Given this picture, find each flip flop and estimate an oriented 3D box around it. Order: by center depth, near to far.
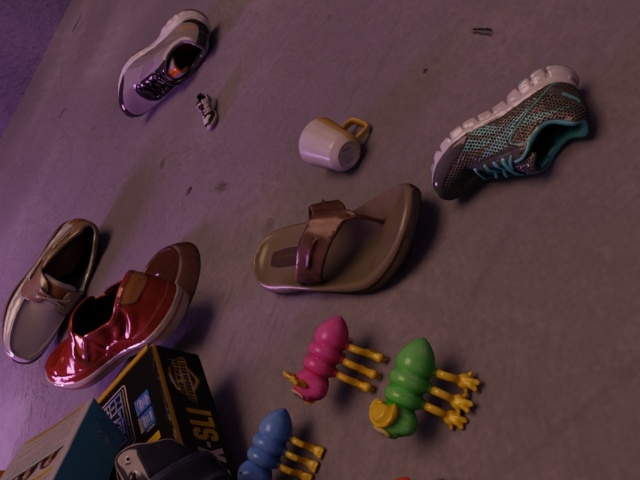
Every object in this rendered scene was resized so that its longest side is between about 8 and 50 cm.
[{"bbox_3d":[0.000,0.000,0.790,0.277,0.080,0.112,-12,58,48],"label":"flip flop"}]

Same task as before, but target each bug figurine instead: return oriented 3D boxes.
[{"bbox_3d":[0.018,0.180,0.649,0.279,0.072,0.216,9,73,54],"label":"bug figurine"}]

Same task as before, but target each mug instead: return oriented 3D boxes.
[{"bbox_3d":[0.019,-0.121,0.871,0.064,0.062,0.078,31,99,48],"label":"mug"}]

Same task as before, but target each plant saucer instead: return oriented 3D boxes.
[{"bbox_3d":[-0.248,0.075,1.105,0.168,0.029,0.168,-32,45,37],"label":"plant saucer"}]

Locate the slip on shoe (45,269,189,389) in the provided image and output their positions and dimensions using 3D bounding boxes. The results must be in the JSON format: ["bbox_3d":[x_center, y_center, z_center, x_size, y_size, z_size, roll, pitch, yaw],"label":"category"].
[{"bbox_3d":[-0.320,0.127,1.029,0.331,0.101,0.123,-30,35,40],"label":"slip on shoe"}]

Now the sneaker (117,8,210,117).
[{"bbox_3d":[-0.323,-0.344,1.436,0.271,0.100,0.108,-40,45,27],"label":"sneaker"}]

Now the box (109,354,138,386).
[{"bbox_3d":[-0.273,0.282,0.977,0.190,0.045,0.184,-54,34,11],"label":"box"}]

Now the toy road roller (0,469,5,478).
[{"bbox_3d":[-0.402,0.427,0.815,0.203,0.240,0.329,-11,47,-7],"label":"toy road roller"}]

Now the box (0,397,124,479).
[{"bbox_3d":[-0.261,0.246,0.668,0.101,0.060,0.244,-34,14,3],"label":"box"}]

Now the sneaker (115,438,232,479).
[{"bbox_3d":[-0.161,0.276,0.608,0.226,0.086,0.163,-34,62,-25],"label":"sneaker"}]

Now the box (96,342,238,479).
[{"bbox_3d":[-0.196,0.317,0.781,0.257,0.079,0.322,-45,47,20],"label":"box"}]

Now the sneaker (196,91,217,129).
[{"bbox_3d":[-0.205,-0.230,1.255,0.032,0.037,0.083,-40,41,26],"label":"sneaker"}]

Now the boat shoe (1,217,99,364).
[{"bbox_3d":[-0.520,0.092,1.368,0.103,0.113,0.302,-9,58,56],"label":"boat shoe"}]

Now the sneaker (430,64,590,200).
[{"bbox_3d":[0.171,-0.084,0.648,0.166,0.065,0.076,-42,43,29],"label":"sneaker"}]
